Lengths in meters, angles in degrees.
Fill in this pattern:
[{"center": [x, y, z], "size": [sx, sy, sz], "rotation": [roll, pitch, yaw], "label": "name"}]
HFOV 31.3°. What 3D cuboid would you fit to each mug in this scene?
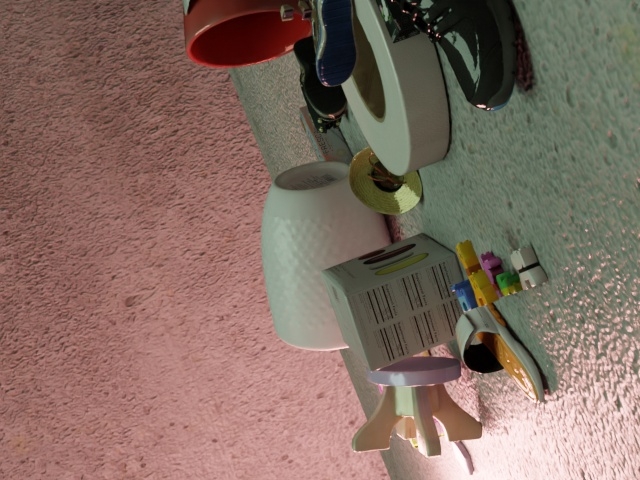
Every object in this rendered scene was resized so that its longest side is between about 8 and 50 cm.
[{"center": [0.000, 0.000, 2.393], "size": [0.374, 0.276, 0.328], "rotation": [-124, 22, -65], "label": "mug"}]

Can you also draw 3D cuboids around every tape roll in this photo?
[{"center": [0.089, -0.293, 1.766], "size": [0.392, 0.072, 0.392], "rotation": [160, 90, -82], "label": "tape roll"}]

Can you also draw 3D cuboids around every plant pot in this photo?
[{"center": [-0.163, -0.515, 2.315], "size": [0.275, 0.275, 0.243], "rotation": [106, 152, -77], "label": "plant pot"}]

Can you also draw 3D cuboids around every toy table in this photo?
[{"center": [0.179, 0.313, 2.178], "size": [0.274, 0.252, 0.161], "rotation": [-19, -76, -87], "label": "toy table"}]

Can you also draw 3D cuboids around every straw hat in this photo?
[{"center": [0.122, -0.120, 1.996], "size": [0.061, 0.144, 0.144], "rotation": [-62, -34, -46], "label": "straw hat"}]

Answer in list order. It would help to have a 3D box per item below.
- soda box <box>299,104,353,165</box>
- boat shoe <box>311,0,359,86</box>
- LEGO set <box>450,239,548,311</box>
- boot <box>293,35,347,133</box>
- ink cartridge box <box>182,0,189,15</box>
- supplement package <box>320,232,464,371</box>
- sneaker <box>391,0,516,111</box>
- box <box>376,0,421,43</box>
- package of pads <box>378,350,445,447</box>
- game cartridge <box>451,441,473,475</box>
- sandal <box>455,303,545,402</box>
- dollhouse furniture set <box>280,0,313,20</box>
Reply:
[{"center": [0.015, -0.214, 2.482], "size": [0.058, 0.063, 0.183], "rotation": [87, 159, -64], "label": "soda box"}, {"center": [0.019, -0.317, 1.718], "size": [0.183, 0.066, 0.066], "rotation": [93, 162, -47], "label": "boat shoe"}, {"center": [0.232, 0.040, 1.602], "size": [0.227, 0.087, 0.093], "rotation": [130, 118, -80], "label": "LEGO set"}, {"center": [0.014, -0.275, 2.270], "size": [0.178, 0.085, 0.236], "rotation": [75, 177, -47], "label": "boot"}, {"center": [-0.205, -0.659, 2.148], "size": [0.385, 0.091, 0.308], "rotation": [120, 142, -58], "label": "ink cartridge box"}, {"center": [0.134, 0.103, 1.996], "size": [0.194, 0.203, 0.149], "rotation": [-140, 31, -73], "label": "supplement package"}, {"center": [0.118, -0.299, 1.313], "size": [0.125, 0.140, 0.341], "rotation": [154, 94, -80], "label": "sneaker"}, {"center": [0.114, -0.322, 1.550], "size": [0.052, 0.062, 0.083], "rotation": [121, 127, -81], "label": "box"}, {"center": [0.180, 0.284, 2.515], "size": [0.229, 0.101, 0.296], "rotation": [-129, 19, -67], "label": "package of pads"}, {"center": [0.304, 0.461, 2.447], "size": [0.083, 0.017, 0.056], "rotation": [-128, 23, -65], "label": "game cartridge"}, {"center": [0.260, 0.170, 1.777], "size": [0.265, 0.076, 0.102], "rotation": [-124, 16, -59], "label": "sandal"}, {"center": [-0.009, -0.418, 1.991], "size": [0.081, 0.091, 0.114], "rotation": [62, 153, 30], "label": "dollhouse furniture set"}]
